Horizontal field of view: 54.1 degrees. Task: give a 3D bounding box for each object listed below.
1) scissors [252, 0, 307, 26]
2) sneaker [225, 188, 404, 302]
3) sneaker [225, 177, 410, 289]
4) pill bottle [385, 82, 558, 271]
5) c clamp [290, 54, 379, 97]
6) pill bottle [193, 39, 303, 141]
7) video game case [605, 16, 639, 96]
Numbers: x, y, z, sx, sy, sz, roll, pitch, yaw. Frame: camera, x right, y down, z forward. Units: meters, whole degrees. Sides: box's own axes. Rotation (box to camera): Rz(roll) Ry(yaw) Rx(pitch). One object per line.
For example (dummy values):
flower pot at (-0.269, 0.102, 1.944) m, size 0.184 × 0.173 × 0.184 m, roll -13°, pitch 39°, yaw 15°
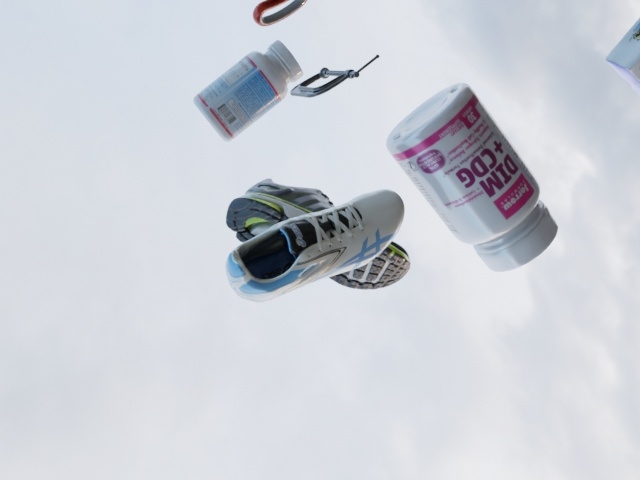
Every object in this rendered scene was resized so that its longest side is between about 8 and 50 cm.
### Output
scissors at (0.019, -0.423, 0.957) m, size 0.297 × 0.109 × 0.021 m, roll -35°, pitch -107°, yaw -17°
sneaker at (0.000, 0.000, 0.746) m, size 0.237 × 0.086 × 0.085 m, roll -26°, pitch -112°, yaw -12°
sneaker at (0.008, -0.023, 1.000) m, size 0.300 × 0.111 × 0.121 m, roll 24°, pitch -139°, yaw -3°
pill bottle at (0.249, -0.096, 1.011) m, size 0.283 × 0.160 × 0.160 m, roll 49°, pitch -129°, yaw -15°
c clamp at (0.017, -0.300, 1.166) m, size 0.137 × 0.160 × 0.022 m, roll -40°, pitch -61°, yaw -18°
pill bottle at (-0.108, -0.230, 0.955) m, size 0.160 × 0.087 × 0.087 m, roll -38°, pitch -75°, yaw -1°
video game case at (0.628, -0.322, 1.019) m, size 0.269 × 0.244 × 0.061 m, roll 24°, pitch -158°, yaw -36°
